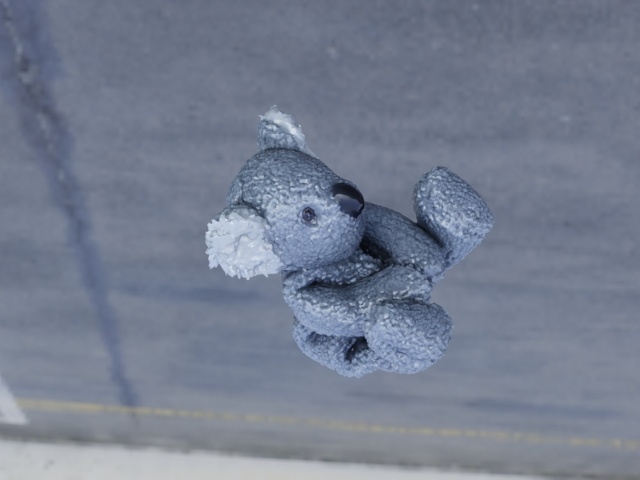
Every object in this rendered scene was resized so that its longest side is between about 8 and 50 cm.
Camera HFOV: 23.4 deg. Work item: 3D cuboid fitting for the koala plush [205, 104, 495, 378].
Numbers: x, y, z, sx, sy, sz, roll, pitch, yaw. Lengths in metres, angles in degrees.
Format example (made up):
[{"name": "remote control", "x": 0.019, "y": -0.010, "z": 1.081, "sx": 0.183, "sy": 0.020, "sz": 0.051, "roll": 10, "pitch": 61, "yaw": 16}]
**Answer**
[{"name": "koala plush", "x": 0.000, "y": 0.000, "z": 1.393, "sx": 0.221, "sy": 0.196, "sz": 0.203, "roll": 39, "pitch": 145, "yaw": -26}]
